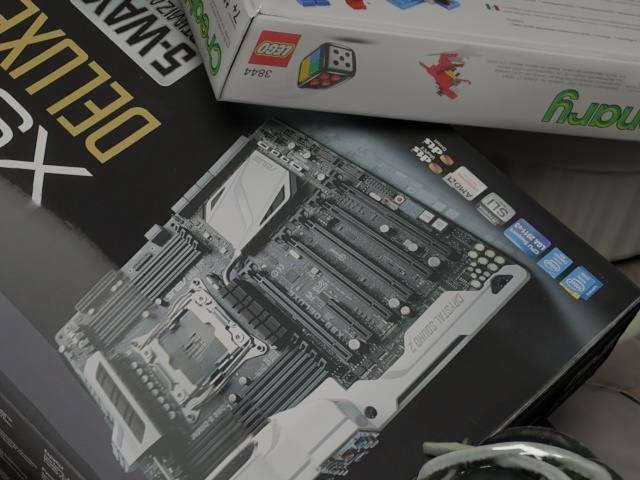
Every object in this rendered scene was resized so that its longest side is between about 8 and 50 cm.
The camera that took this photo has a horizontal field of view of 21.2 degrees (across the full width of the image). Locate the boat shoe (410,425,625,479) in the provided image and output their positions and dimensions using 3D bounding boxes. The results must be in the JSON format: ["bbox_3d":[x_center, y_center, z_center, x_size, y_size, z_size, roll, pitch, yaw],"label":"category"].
[{"bbox_3d":[0.060,0.124,0.619,0.121,0.335,0.119,8,79,23],"label":"boat shoe"}]

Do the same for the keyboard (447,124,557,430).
[{"bbox_3d":[0.000,0.000,0.841,0.201,0.033,0.317,-41,75,-2],"label":"keyboard"}]

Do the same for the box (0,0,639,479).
[{"bbox_3d":[-0.055,0.007,0.742,0.307,0.076,0.242,43,58,16],"label":"box"}]

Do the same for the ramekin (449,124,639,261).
[{"bbox_3d":[0.133,-0.104,0.976,0.273,0.127,0.273,3,47,-3],"label":"ramekin"}]

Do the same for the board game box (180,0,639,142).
[{"bbox_3d":[0.072,-0.134,0.811,0.305,0.053,0.193,4,45,-27],"label":"board game box"}]
